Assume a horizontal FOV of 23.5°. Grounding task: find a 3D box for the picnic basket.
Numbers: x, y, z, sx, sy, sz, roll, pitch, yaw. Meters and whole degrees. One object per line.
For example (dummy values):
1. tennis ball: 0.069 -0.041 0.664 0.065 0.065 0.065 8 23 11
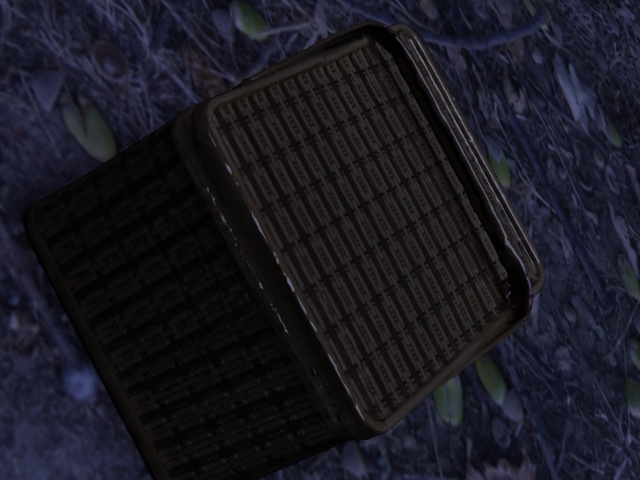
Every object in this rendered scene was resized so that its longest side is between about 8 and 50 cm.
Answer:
1. picnic basket: 0.000 0.000 1.012 0.313 0.175 0.228 -29 91 -57
